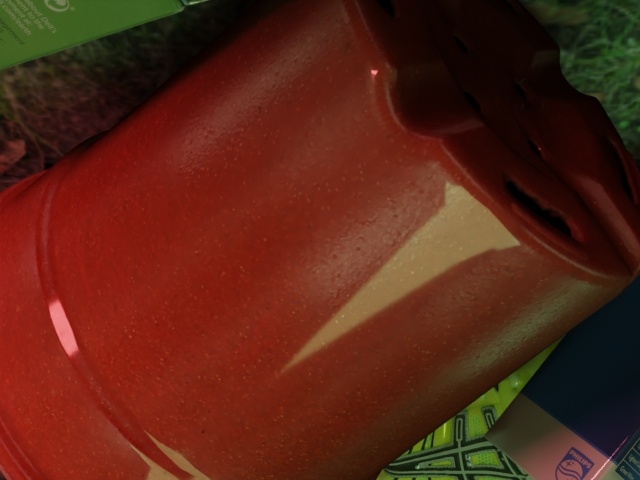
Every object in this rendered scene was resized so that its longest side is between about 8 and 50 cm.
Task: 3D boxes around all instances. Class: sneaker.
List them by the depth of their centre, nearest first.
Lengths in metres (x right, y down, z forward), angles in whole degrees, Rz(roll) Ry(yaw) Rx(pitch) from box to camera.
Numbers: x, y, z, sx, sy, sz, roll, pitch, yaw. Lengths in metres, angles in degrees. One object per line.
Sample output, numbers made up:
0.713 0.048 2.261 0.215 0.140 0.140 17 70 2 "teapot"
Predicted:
0.125 0.134 0.769 0.147 0.145 0.384 23 135 -11 "sneaker"

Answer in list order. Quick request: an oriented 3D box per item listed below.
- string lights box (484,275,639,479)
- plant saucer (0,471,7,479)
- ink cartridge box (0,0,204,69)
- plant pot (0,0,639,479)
0.228 0.056 0.573 0.259 0.077 0.133 -51 132 -1 "string lights box"
-0.210 0.142 0.610 0.400 0.100 0.400 34 179 0 "plant saucer"
-0.108 -0.140 0.408 0.209 0.109 0.062 -12 144 20 "ink cartridge box"
0.000 0.000 0.496 0.272 0.272 0.265 28 129 -32 "plant pot"
